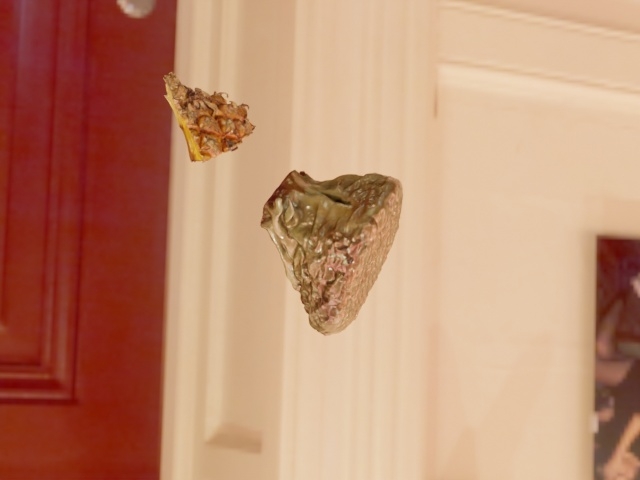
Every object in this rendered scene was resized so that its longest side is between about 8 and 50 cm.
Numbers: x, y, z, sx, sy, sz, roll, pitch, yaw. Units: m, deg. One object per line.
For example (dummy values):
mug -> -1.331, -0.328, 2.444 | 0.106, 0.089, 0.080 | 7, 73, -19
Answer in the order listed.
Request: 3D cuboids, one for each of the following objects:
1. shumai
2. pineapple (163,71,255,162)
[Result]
shumai -> 0.000, 0.000, 0.861 | 0.087, 0.124, 0.099 | 24, -167, 11
pineapple -> -0.136, -0.135, 1.352 | 0.077, 0.114, 0.114 | -37, -175, 40
